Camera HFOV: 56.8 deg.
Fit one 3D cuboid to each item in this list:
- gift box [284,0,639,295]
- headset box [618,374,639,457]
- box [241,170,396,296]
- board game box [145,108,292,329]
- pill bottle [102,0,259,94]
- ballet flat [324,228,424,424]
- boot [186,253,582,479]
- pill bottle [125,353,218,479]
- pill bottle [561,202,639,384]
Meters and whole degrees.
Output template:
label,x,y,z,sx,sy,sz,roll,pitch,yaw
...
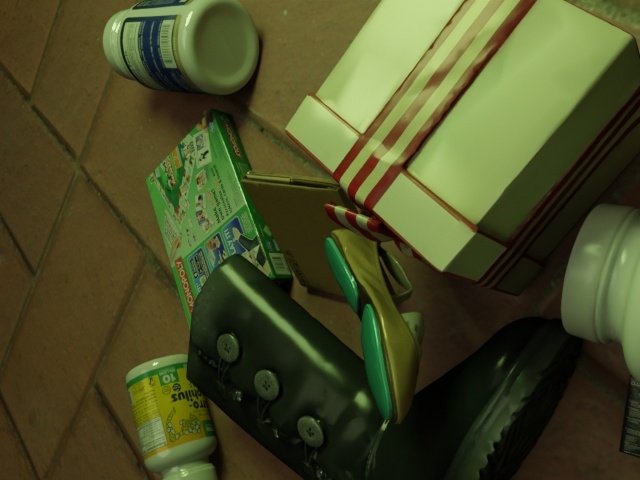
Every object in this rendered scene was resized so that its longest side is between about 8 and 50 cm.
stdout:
label,x,y,z,sx,sy,sz,roll,pitch,yaw
gift box,0.137,-0.104,0.606,0.258,0.255,0.276,-54,53,13
headset box,0.323,0.166,0.559,0.062,0.032,0.083,7,91,39
box,0.000,0.000,0.760,0.164,0.201,0.021,10,49,40
board game box,-0.182,-0.028,0.988,0.213,0.046,0.317,-36,65,33
pill bottle,-0.242,-0.327,0.990,0.265,0.153,0.153,16,97,40
ballet flat,0.066,0.069,0.595,0.080,0.073,0.232,93,164,-47
boot,0.030,0.145,0.731,0.445,0.146,0.367,36,110,35
pill bottle,-0.236,0.302,0.961,0.117,0.117,0.208,-34,65,33
pill bottle,0.363,0.059,0.437,0.323,0.181,0.181,17,97,39
